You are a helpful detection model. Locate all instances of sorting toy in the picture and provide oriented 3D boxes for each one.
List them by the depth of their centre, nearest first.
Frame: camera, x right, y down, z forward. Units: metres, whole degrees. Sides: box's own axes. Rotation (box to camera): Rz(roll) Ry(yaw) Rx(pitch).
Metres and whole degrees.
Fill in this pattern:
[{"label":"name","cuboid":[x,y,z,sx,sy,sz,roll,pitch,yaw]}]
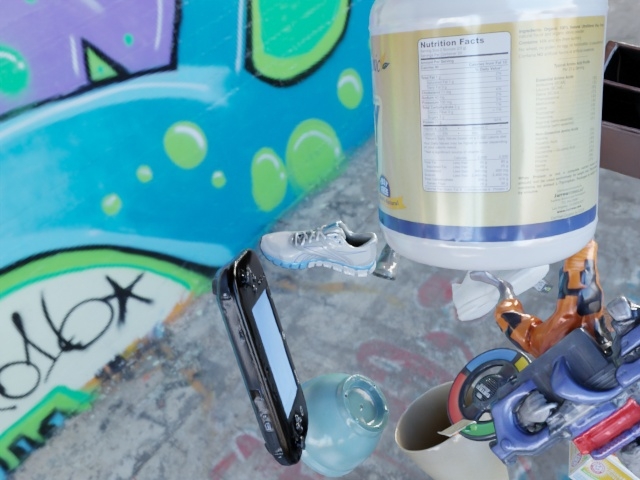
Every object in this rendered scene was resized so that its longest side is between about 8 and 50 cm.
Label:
[{"label":"sorting toy","cuboid":[0.256,0.347,1.166,0.062,0.012,0.083,-21,-8,-12]}]

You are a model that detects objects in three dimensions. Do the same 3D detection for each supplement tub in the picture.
[{"label":"supplement tub","cuboid":[0.166,-0.149,0.647,0.228,0.316,0.228,-4,16,1]}]

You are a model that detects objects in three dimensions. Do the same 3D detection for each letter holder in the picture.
[{"label":"letter holder","cuboid":[0.628,-0.216,1.183,0.214,0.302,0.152,27,93,33]}]

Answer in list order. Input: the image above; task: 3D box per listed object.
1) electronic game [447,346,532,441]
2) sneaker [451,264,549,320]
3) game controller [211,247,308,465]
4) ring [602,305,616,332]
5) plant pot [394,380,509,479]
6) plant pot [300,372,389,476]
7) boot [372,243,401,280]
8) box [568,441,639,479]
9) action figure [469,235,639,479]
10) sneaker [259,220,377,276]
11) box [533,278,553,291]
[{"label":"electronic game","cuboid":[0.378,0.338,1.411,0.229,0.048,0.229,-38,27,23]},{"label":"sneaker","cuboid":[0.325,0.069,1.195,0.212,0.080,0.094,-40,57,40]},{"label":"game controller","cuboid":[-0.080,0.172,0.962,0.067,0.319,0.166,-13,12,18]},{"label":"ring","cuboid":[0.818,0.333,1.683,0.032,0.336,0.336,-18,36,10]},{"label":"plant pot","cuboid":[0.377,0.564,1.692,0.256,0.274,0.256,-33,13,9]},{"label":"plant pot","cuboid":[0.072,0.506,1.834,0.196,0.293,0.293,-40,23,35]},{"label":"boot","cuboid":[0.229,0.026,2.059,0.083,0.161,0.246,16,18,7]},{"label":"box","cuboid":[0.657,0.494,1.478,0.114,0.103,0.203,37,27,7]},{"label":"action figure","cuboid":[0.334,0.101,0.712,0.341,0.178,0.330,-42,47,35]},{"label":"sneaker","cuboid":[0.000,0.000,0.997,0.191,0.083,0.071,5,41,-7]},{"label":"box","cuboid":[0.711,0.112,2.208,0.191,0.184,0.045,40,105,26]}]
